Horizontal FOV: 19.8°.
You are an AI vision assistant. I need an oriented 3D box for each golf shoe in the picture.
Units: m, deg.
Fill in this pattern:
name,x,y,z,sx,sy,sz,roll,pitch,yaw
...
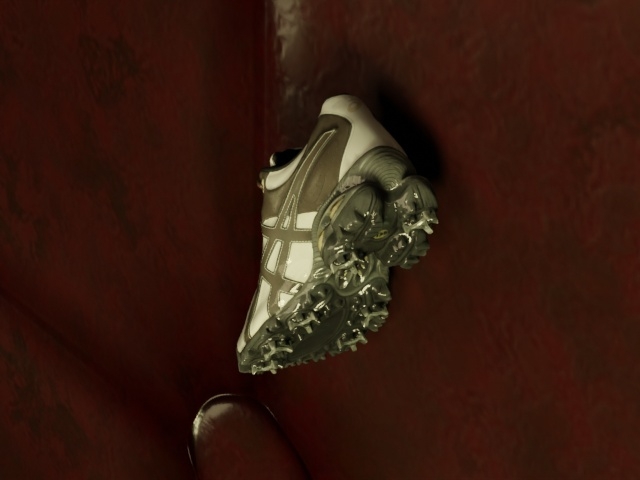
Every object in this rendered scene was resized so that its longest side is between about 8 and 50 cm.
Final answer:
name,x,y,z,sx,sy,sz,roll,pitch,yaw
golf shoe,0.000,0.000,0.997,0.198,0.077,0.094,-54,50,47
